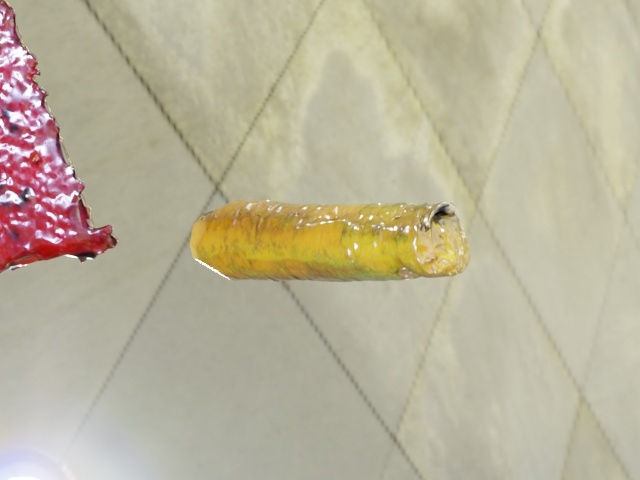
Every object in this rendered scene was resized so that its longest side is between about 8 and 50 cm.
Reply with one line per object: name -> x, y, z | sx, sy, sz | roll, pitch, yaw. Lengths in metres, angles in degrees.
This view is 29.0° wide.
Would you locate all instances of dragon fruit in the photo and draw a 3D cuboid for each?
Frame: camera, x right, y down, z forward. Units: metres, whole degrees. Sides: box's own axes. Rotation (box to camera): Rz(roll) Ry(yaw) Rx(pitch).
dragon fruit -> -0.341, -0.118, 1.059 | 0.100, 0.282, 0.343 | -63, 136, -70

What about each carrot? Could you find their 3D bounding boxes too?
carrot -> 0.000, 0.000, 0.944 | 0.070, 0.260, 0.070 | -1, 91, -45
